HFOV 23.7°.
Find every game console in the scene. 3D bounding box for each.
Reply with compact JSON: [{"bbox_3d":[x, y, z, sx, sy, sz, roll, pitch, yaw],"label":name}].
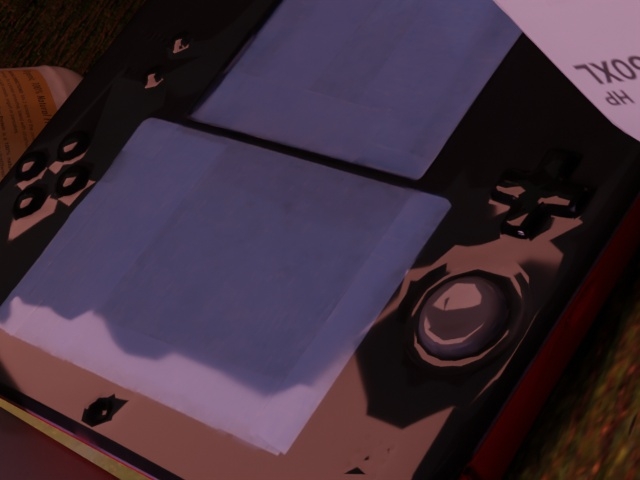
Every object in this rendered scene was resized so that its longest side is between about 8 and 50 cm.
[{"bbox_3d":[-0.011,-0.032,0.773,0.386,0.060,0.342,18,70,43],"label":"game console"}]

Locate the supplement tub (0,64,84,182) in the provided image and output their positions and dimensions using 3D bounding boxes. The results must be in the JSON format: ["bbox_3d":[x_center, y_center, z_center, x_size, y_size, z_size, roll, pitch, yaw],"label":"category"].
[{"bbox_3d":[-0.279,-0.019,1.172,0.228,0.316,0.228,175,90,-67],"label":"supplement tub"}]

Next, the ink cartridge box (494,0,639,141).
[{"bbox_3d":[0.235,-0.236,0.501,0.395,0.166,0.285,-57,21,-16],"label":"ink cartridge box"}]

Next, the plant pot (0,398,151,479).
[{"bbox_3d":[-0.193,0.145,1.042,0.254,0.276,0.276,-40,13,9],"label":"plant pot"}]

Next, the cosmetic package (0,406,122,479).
[{"bbox_3d":[-0.152,0.155,0.800,0.107,0.238,0.127,-56,12,-15],"label":"cosmetic package"}]
